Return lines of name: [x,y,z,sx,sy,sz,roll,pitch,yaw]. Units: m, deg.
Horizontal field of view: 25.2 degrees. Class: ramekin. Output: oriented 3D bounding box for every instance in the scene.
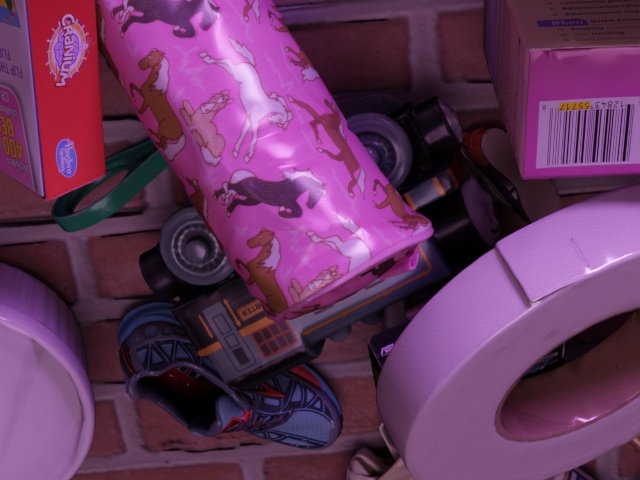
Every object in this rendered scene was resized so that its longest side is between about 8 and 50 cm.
ramekin: [-0.356,0.138,1.430,0.273,0.127,0.273,-1,123,-1]

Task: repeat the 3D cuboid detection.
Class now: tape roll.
tape roll: [0.236,0.097,1.304,0.392,0.072,0.392,-19,146,-13]

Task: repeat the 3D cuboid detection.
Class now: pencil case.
pencil case: [-0.065,-0.119,1.160,0.167,0.160,0.386,-29,87,-11]

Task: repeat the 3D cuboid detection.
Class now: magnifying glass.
magnifying glass: [-0.152,-0.081,1.328,0.231,0.092,0.026,-31,116,5]

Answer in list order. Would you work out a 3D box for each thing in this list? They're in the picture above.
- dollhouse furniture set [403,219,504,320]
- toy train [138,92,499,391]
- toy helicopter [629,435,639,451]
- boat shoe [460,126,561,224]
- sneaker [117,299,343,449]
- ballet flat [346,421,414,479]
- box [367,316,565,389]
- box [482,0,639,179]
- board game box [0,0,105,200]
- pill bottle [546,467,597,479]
dollhouse furniture set: [0.166,0.079,1.413,0.144,0.123,0.151,-14,123,7]
toy train: [0.000,0.000,1.324,0.334,0.142,0.190,-27,101,13]
toy helicopter: [0.394,0.259,1.529,0.355,0.140,0.235,39,96,-7]
boat shoe: [0.184,-0.058,1.375,0.043,0.049,0.137,0,141,51]
sneaker: [-0.095,0.169,1.461,0.262,0.125,0.104,25,119,-17]
ballet flat: [0.081,0.238,1.551,0.086,0.086,0.248,33,115,-21]
box: [0.143,0.112,1.365,0.190,0.045,0.184,-24,152,-6]
box: [0.255,-0.163,1.188,0.213,0.243,0.117,-3,124,-1]
board game box: [-0.278,-0.220,1.147,0.064,0.242,0.316,-27,134,-37]
pill bottle: [0.281,0.289,1.589,0.120,0.067,0.067,37,115,-23]
